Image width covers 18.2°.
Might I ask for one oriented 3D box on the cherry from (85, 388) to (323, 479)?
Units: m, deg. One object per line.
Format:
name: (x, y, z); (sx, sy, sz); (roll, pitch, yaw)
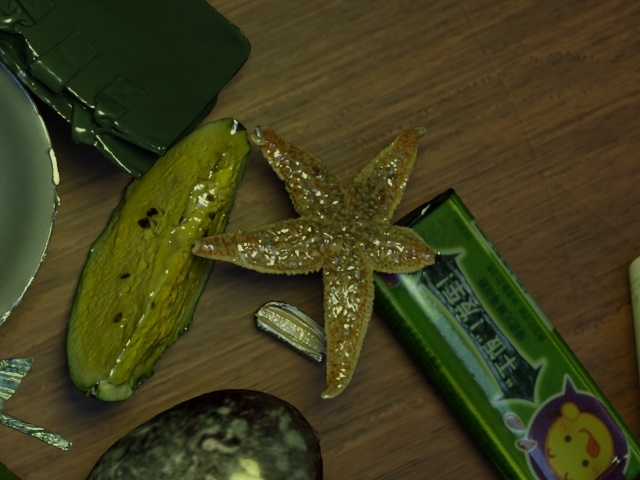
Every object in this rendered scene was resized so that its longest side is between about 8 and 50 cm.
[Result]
cherry: (-0.087, 0.270, 1.872); (0.296, 0.218, 0.255); (-15, 93, 3)

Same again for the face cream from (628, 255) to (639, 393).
face cream: (0.366, 0.181, 1.957); (0.102, 0.102, 0.346); (1, 68, -9)

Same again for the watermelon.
watermelon: (-0.159, 0.024, 1.914); (0.123, 0.129, 0.301); (27, 75, -6)

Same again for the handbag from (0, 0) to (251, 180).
handbag: (-0.206, -0.192, 1.868); (0.247, 0.260, 0.079); (42, 122, -4)

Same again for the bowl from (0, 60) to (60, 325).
bowl: (-0.420, -0.040, 1.861); (0.345, 0.157, 0.346); (1, 86, -10)

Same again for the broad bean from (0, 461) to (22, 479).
broad bean: (-0.340, 0.274, 1.914); (0.292, 0.049, 0.144); (25, 91, -6)

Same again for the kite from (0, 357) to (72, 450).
kite: (-0.315, 0.173, 1.942); (0.152, 0.005, 0.137); (35, 84, -6)

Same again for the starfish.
starfish: (-0.002, 0.001, 1.896); (0.231, 0.048, 0.295); (18, 72, -7)

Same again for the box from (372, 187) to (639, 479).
box: (0.175, 0.121, 1.984); (0.134, 0.097, 0.345); (-38, 93, -18)

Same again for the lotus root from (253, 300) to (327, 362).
lotus root: (-0.027, 0.087, 1.983); (0.083, 0.030, 0.037); (32, 80, -8)
